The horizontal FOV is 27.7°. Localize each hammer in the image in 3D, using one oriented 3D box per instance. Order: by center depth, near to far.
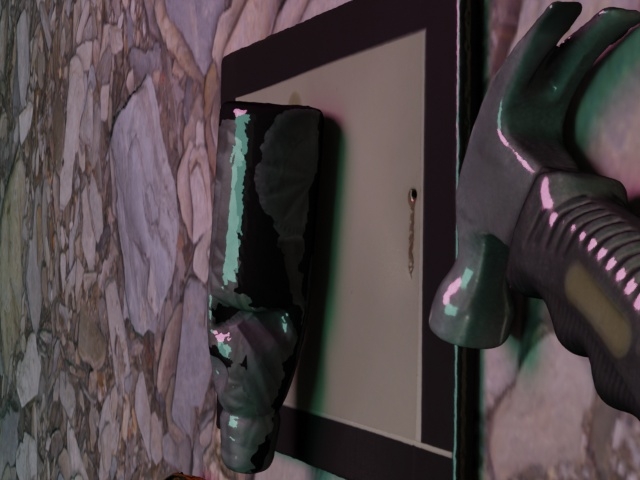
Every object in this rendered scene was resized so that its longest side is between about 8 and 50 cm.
[{"bbox_3d":[0.100,0.017,0.452,0.226,0.041,0.159,-113,32,-57],"label":"hammer"}]

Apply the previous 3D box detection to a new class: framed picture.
[{"bbox_3d":[0.000,0.000,0.743,0.347,0.016,0.265,177,95,-68],"label":"framed picture"}]

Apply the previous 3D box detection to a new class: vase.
[{"bbox_3d":[-0.034,0.029,0.729,0.060,0.059,0.212,-157,69,-66],"label":"vase"}]

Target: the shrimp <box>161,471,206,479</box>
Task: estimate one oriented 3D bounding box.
[{"bbox_3d":[-0.092,0.277,0.888,0.262,0.066,0.117,-115,34,-43],"label":"shrimp"}]
